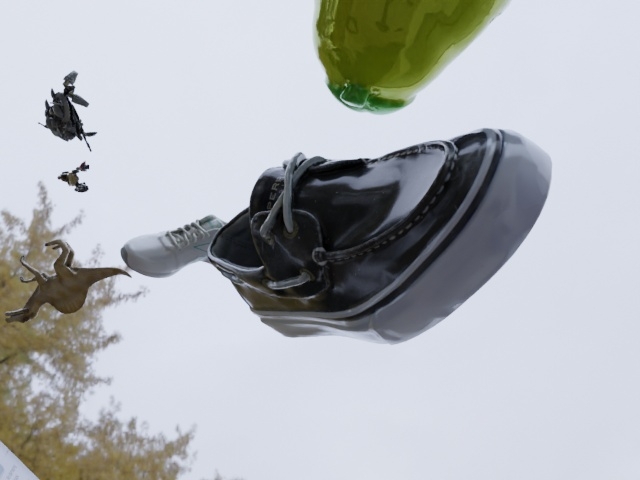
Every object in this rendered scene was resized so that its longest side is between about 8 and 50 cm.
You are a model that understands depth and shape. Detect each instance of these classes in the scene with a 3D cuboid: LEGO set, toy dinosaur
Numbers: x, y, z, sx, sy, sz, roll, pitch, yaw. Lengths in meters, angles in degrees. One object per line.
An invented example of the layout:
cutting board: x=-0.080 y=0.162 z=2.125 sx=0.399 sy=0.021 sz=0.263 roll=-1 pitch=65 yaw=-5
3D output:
LEGO set: x=-0.174 y=-0.072 z=0.419 sx=0.023 sy=0.054 sz=0.083 roll=-21 pitch=-66 yaw=-46
toy dinosaur: x=-0.324 y=0.046 z=0.796 sx=0.183 sy=0.053 sz=0.093 roll=-23 pitch=-91 yaw=9

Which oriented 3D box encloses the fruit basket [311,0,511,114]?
fruit basket: x=0.115 y=-0.294 z=0.514 sx=0.282 sy=0.392 sz=0.392 roll=-11 pitch=-58 yaw=-25

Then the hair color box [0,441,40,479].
hair color box: x=-0.410 y=0.333 z=0.713 sx=0.113 sy=0.185 sz=0.374 roll=-38 pitch=-77 yaw=-6

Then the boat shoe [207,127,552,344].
boat shoe: x=0.000 y=0.000 z=0.430 sx=0.119 sy=0.121 sz=0.335 roll=35 pitch=-30 yaw=-16

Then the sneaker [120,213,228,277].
sneaker: x=-0.134 y=-0.001 z=0.650 sx=0.152 sy=0.054 sz=0.061 roll=-7 pitch=-37 yaw=-41
